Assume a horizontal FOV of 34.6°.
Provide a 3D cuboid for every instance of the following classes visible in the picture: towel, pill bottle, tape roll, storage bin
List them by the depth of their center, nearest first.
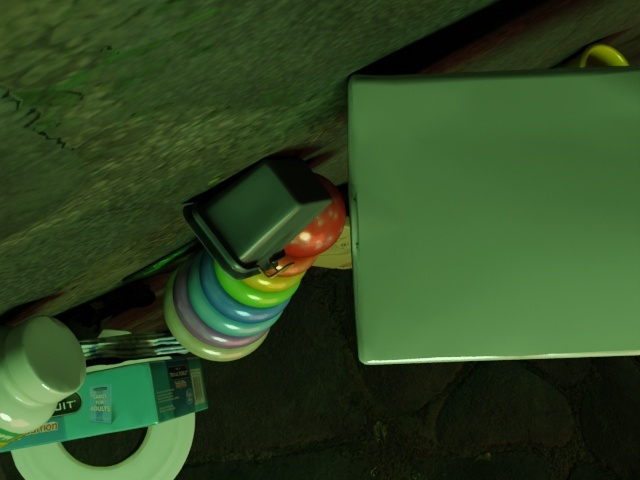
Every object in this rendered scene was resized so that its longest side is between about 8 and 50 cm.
[{"bbox_3d":[-0.046,-0.023,0.952,0.091,0.098,0.135,-39,173,18],"label":"storage bin"},{"bbox_3d":[-0.347,0.158,1.066,0.208,0.117,0.117,-29,177,23],"label":"pill bottle"},{"bbox_3d":[-0.303,0.153,1.322,0.285,0.034,0.209,-6,170,-19],"label":"towel"},{"bbox_3d":[-0.340,0.280,1.599,0.286,0.286,0.100,-26,176,-19],"label":"tape roll"}]

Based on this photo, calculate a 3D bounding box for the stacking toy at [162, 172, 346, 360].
[{"bbox_3d":[-0.070,0.025,1.155,0.141,0.141,0.330,-25,169,-32],"label":"stacking toy"}]

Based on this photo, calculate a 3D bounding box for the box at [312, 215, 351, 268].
[{"bbox_3d":[0.000,0.000,1.471,0.201,0.021,0.164,9,157,-42],"label":"box"}]

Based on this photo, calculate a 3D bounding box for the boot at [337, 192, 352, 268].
[{"bbox_3d":[0.076,-0.032,1.575,0.283,0.109,0.220,-29,175,27],"label":"boot"}]

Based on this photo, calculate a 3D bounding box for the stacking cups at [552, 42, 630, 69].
[{"bbox_3d":[0.291,-0.170,1.424,0.096,0.096,0.316,-25,180,-31],"label":"stacking cups"}]

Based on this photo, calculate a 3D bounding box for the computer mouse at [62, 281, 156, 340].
[{"bbox_3d":[-0.307,0.115,1.376,0.106,0.042,0.193,-25,176,-46],"label":"computer mouse"}]

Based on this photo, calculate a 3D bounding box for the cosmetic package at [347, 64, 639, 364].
[{"bbox_3d":[0.212,-0.020,0.794,0.385,0.217,0.156,0,179,4],"label":"cosmetic package"}]

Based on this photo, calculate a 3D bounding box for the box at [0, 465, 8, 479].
[{"bbox_3d":[-0.272,0.214,0.530,0.215,0.345,0.168,-29,176,21],"label":"box"}]

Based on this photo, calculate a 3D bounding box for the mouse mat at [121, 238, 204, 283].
[{"bbox_3d":[-0.156,0.012,1.309,0.153,0.007,0.190,-28,176,15],"label":"mouse mat"}]

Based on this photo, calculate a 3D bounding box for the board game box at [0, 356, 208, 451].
[{"bbox_3d":[-0.342,0.220,1.344,0.336,0.079,0.254,-11,173,6],"label":"board game box"}]
